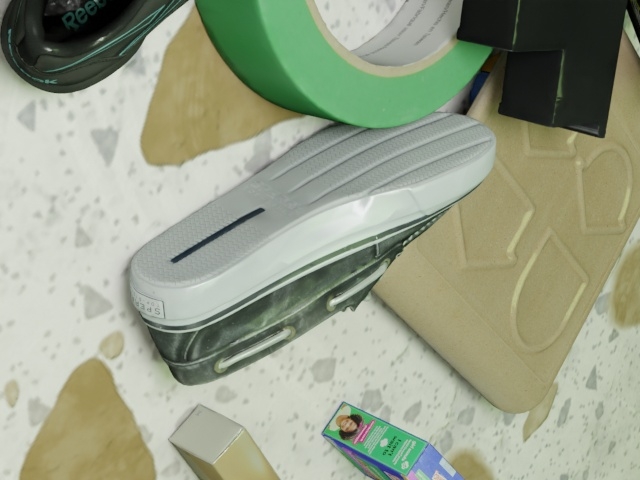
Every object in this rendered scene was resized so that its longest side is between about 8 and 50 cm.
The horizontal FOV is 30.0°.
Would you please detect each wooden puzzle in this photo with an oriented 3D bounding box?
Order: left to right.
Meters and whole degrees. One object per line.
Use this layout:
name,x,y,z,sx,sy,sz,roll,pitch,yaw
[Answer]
wooden puzzle,0.201,-0.039,1.168,0.348,0.080,0.322,-56,135,-9

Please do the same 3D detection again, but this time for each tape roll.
tape roll,0.041,-0.250,0.924,0.321,0.077,0.321,-17,115,-41

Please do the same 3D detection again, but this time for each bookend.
bookend,0.172,-0.162,0.978,0.156,0.072,0.157,-11,113,-40

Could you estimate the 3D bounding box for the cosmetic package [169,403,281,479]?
cosmetic package,-0.070,0.191,0.976,0.041,0.060,0.115,-48,131,-23

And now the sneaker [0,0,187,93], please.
sneaker,-0.088,-0.192,0.733,0.101,0.106,0.267,43,88,-9

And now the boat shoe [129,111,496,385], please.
boat shoe,0.000,0.000,0.955,0.335,0.121,0.119,-26,131,-23

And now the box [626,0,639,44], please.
box,0.307,-0.256,1.127,0.184,0.045,0.191,65,15,-45

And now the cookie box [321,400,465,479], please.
cookie box,0.068,0.199,1.085,0.040,0.107,0.092,-56,135,-16
